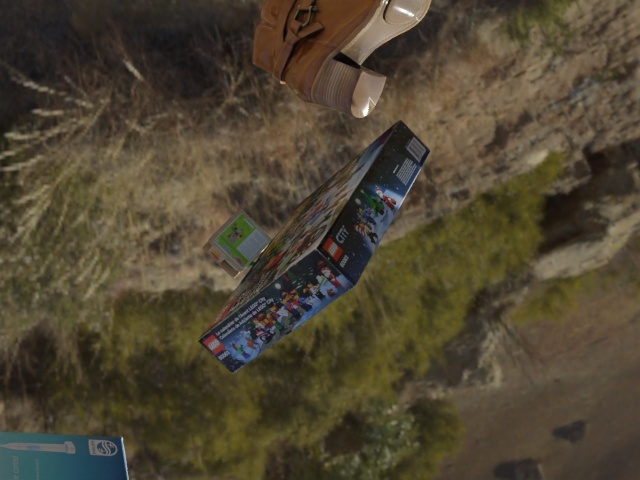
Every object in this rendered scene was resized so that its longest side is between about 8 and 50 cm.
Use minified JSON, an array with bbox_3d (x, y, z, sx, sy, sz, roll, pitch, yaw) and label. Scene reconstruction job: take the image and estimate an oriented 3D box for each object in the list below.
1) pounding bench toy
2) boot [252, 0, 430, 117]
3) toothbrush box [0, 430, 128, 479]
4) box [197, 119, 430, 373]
[{"bbox_3d":[-0.086,0.015,1.074,0.052,0.083,0.065,-47,-177,-17],"label":"pounding bench toy"},{"bbox_3d":[0.029,-0.331,1.331,0.109,0.220,0.283,3,114,-51],"label":"boot"},{"bbox_3d":[-0.337,0.288,0.839,0.296,0.126,0.216,10,117,-23],"label":"toothbrush box"},{"bbox_3d":[0.000,0.000,0.827,0.044,0.233,0.159,46,127,-9],"label":"box"}]
